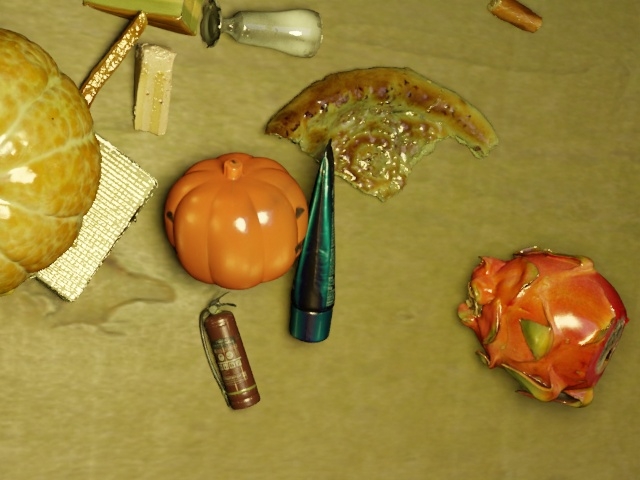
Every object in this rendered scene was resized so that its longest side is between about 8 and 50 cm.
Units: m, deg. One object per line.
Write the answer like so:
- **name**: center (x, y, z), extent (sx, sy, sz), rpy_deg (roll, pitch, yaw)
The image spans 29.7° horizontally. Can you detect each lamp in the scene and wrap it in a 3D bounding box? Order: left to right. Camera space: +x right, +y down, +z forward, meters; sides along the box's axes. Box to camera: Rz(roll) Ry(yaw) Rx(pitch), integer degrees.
- **lamp**: center (-0.110, -0.034, 1.575), extent (0.188, 0.187, 0.164), rpy_deg (-17, 127, -22)

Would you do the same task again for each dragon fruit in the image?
- **dragon fruit**: center (0.323, 0.118, 1.754), extent (0.224, 0.227, 0.224), rpy_deg (-32, 132, -45)

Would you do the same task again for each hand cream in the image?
- **hand cream**: center (0.000, 0.000, 1.650), extent (0.061, 0.120, 0.270), rpy_deg (8, 102, 3)

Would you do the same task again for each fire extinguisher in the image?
- **fire extinguisher**: center (-0.126, 0.151, 1.651), extent (0.064, 0.043, 0.158), rpy_deg (-15, 97, 20)

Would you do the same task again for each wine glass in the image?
- **wine glass**: center (-0.080, -0.292, 1.658), extent (0.155, 0.072, 0.072), rpy_deg (2, 89, -24)

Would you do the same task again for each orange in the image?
- **orange**: center (-0.417, -0.090, 1.398), extent (0.329, 0.249, 0.329), rpy_deg (-3, 110, -9)

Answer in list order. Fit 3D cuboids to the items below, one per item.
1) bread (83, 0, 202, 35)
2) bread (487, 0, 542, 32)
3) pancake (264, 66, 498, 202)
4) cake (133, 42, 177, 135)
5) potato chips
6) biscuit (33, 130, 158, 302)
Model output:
- **bread**: center (-0.236, -0.326, 1.624), extent (0.139, 0.084, 0.074), rpy_deg (9, 86, 8)
- **bread**: center (0.295, -0.344, 1.835), extent (0.083, 0.047, 0.036), rpy_deg (23, 111, -20)
- **pancake**: center (0.092, -0.153, 1.741), extent (0.377, 0.054, 0.197), rpy_deg (-7, 93, -22)
- **cake**: center (-0.223, -0.200, 1.606), extent (0.052, 0.065, 0.121), rpy_deg (2, 96, -21)
- **potato chips**: center (-0.285, -0.212, 1.577), extent (0.026, 0.037, 0.204), rpy_deg (34, 89, -30)
- **biscuit**: center (-0.312, -0.031, 1.574), extent (0.121, 0.040, 0.199), rpy_deg (38, 75, -14)
